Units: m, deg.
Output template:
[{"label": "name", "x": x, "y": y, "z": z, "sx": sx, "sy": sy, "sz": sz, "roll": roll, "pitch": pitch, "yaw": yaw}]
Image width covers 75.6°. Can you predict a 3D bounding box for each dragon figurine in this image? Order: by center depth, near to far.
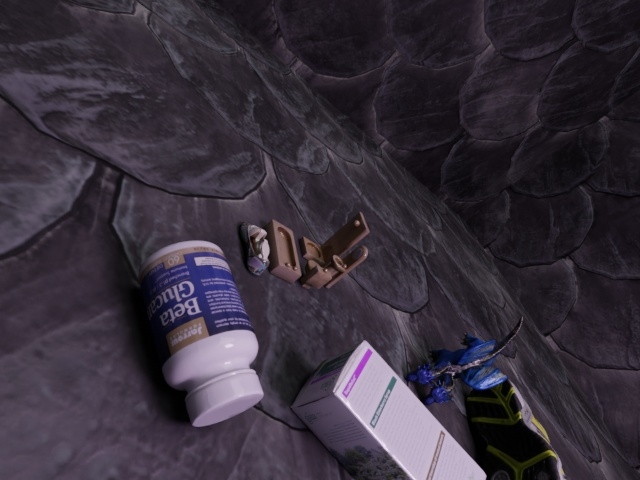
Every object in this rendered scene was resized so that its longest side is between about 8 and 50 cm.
[{"label": "dragon figurine", "x": 0.304, "y": 0.240, "z": 0.813, "sx": 0.144, "sy": 0.289, "sz": 0.085, "roll": 121, "pitch": -49, "yaw": -85}]

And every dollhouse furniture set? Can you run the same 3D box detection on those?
[{"label": "dollhouse furniture set", "x": 0.000, "y": 0.000, "z": 0.735, "sx": 0.151, "sy": 0.123, "sz": 0.144, "roll": 32, "pitch": 29, "yaw": -35}]

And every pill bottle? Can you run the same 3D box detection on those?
[{"label": "pill bottle", "x": -0.120, "y": 0.091, "z": 0.421, "sx": 0.094, "sy": 0.094, "sz": 0.169, "roll": 15, "pitch": 40, "yaw": -53}]

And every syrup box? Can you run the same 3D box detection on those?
[{"label": "syrup box", "x": 0.086, "y": 0.250, "z": 0.516, "sx": 0.237, "sy": 0.093, "sz": 0.096, "roll": 49, "pitch": 42, "yaw": -1}]

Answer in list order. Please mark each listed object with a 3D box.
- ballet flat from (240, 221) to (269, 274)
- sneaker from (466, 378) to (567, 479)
[{"label": "ballet flat", "x": -0.100, "y": 0.004, "z": 0.660, "sx": 0.041, "sy": 0.041, "sz": 0.114, "roll": 28, "pitch": 31, "yaw": -40}, {"label": "sneaker", "x": 0.386, "y": 0.417, "z": 0.759, "sx": 0.147, "sy": 0.145, "sz": 0.384, "roll": 46, "pitch": 25, "yaw": -8}]
